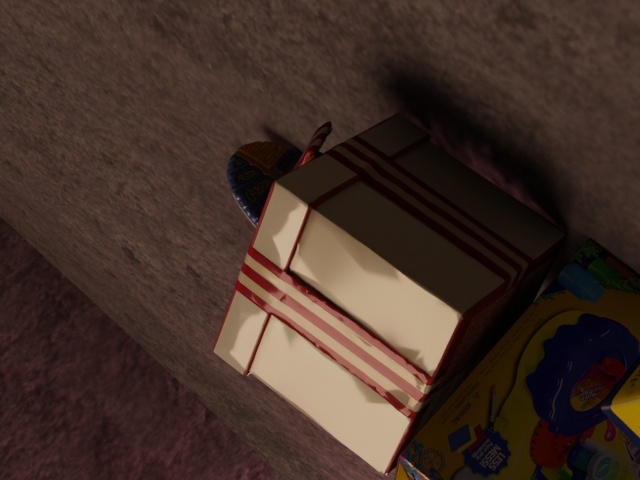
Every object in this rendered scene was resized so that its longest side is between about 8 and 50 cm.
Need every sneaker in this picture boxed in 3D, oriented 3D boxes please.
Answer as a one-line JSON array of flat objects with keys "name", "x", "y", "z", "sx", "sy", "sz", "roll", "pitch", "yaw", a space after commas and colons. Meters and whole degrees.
[{"name": "sneaker", "x": 0.000, "y": 0.000, "z": 1.927, "sx": 0.296, "sy": 0.112, "sz": 0.131, "roll": 41, "pitch": 164, "yaw": 11}]

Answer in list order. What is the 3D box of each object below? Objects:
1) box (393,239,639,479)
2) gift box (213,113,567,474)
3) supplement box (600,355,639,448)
[{"name": "box", "x": 0.268, "y": 0.212, "z": 1.507, "sx": 0.279, "sy": 0.290, "sz": 0.177, "roll": 38, "pitch": 162, "yaw": 14}, {"name": "gift box", "x": 0.063, "y": 0.041, "z": 1.573, "sx": 0.258, "sy": 0.276, "sz": 0.255, "roll": 35, "pitch": 122, "yaw": 17}, {"name": "supplement box", "x": 0.388, "y": 0.101, "z": 1.113, "sx": 0.195, "sy": 0.194, "sz": 0.356, "roll": 44, "pitch": 164, "yaw": -1}]
